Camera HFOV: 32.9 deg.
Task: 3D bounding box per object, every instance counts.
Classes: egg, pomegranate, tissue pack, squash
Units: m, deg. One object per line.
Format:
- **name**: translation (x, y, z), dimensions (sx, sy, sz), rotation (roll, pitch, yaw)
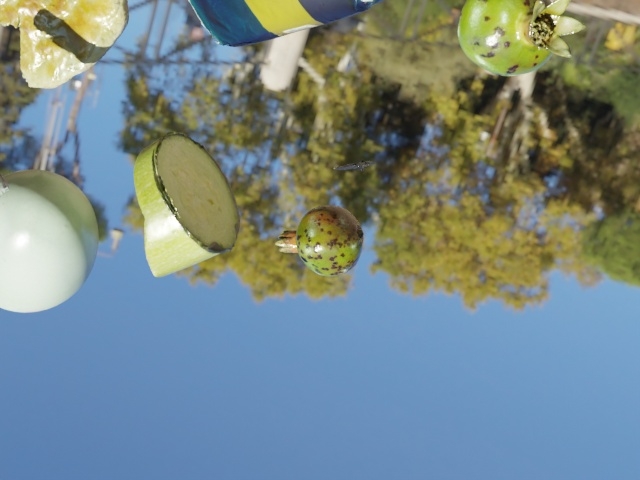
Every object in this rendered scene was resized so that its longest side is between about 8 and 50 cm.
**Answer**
- **egg**: translation (-0.489, -0.001, 1.825), dimensions (0.230, 0.230, 0.371), rotation (11, 162, -17)
- **pomegranate**: translation (0.303, -0.330, 1.629), dimensions (0.156, 0.156, 0.220), rotation (5, 168, -29)
- **pomegranate**: translation (0.000, 0.000, 2.364), dimensions (0.205, 0.159, 0.159), rotation (-3, -170, 29)
- **tissue pack**: translation (-0.014, -0.467, 1.628), dimensions (0.264, 0.253, 0.417), rotation (-41, -159, -28)
- **squash**: translation (-0.233, -0.063, 1.726), dimensions (0.133, 0.220, 0.220), rotation (-17, -170, 22)

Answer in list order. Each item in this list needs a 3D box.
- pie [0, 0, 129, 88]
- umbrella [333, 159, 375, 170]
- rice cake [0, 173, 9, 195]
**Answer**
- **pie**: translation (-0.473, -0.430, 1.841), dimensions (0.338, 0.337, 0.075), rotation (22, -161, 11)
- **umbrella**: translation (0.067, -0.143, 2.100), dimensions (0.022, 0.022, 0.149), rotation (13, 173, -24)
- **rice cake**: translation (-0.524, -0.142, 1.638), dimensions (0.033, 0.033, 0.207), rotation (-20, -114, -31)
